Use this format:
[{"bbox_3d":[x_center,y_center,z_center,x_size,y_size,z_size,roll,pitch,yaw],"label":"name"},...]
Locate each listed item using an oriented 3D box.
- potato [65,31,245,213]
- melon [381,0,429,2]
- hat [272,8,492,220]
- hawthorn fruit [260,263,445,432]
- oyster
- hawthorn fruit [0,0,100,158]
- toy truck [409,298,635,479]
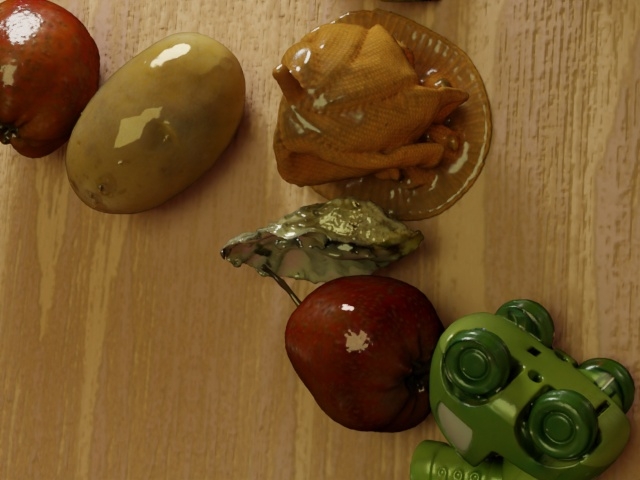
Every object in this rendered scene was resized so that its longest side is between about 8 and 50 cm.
[{"bbox_3d":[-0.181,-0.125,1.585,0.150,0.146,0.234,44,105,-3],"label":"potato"},{"bbox_3d":[0.059,-0.319,1.507,0.160,0.079,0.128,25,95,31],"label":"melon"},{"bbox_3d":[0.014,-0.149,1.414,0.233,0.233,0.244,-13,76,26],"label":"hat"},{"bbox_3d":[0.027,0.099,1.419,0.203,0.162,0.162,26,95,44],"label":"hawthorn fruit"},{"bbox_3d":[-0.009,-0.002,1.461,0.209,0.133,0.072,-16,56,54],"label":"oyster"},{"bbox_3d":[-0.336,-0.190,1.663,0.189,0.189,0.189,-5,79,29],"label":"hawthorn fruit"},{"bbox_3d":[0.183,0.174,1.323,0.187,0.148,0.210,21,112,24],"label":"toy truck"}]
